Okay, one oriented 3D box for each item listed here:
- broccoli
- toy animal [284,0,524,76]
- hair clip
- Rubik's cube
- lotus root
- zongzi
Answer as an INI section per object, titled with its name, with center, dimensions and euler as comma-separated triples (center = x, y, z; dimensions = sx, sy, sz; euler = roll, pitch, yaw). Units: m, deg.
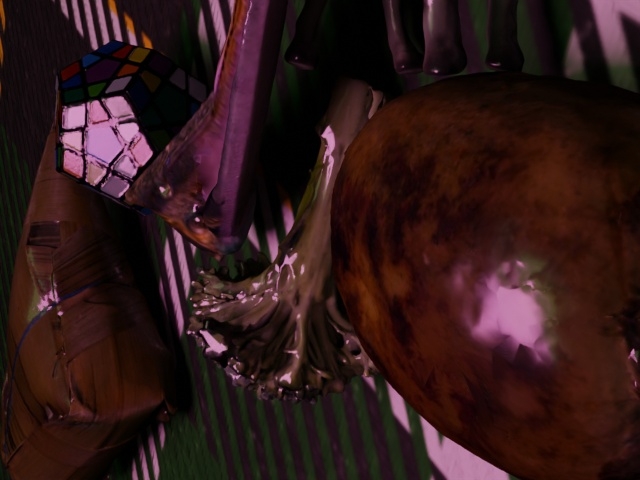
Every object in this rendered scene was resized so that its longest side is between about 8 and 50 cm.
[broccoli]
center = -0.002, -0.001, 0.755
dimensions = 0.204, 0.118, 0.122
euler = -69, 26, 15
[toy animal]
center = 0.067, -0.160, 0.603
dimensions = 0.255, 0.089, 0.170
euler = -20, 72, 56
[hair clip]
center = -0.053, -0.093, 0.754
dimensions = 0.095, 0.110, 0.359
euler = 43, 147, 9
[Rubik's cube]
center = -0.143, -0.084, 0.933
dimensions = 0.112, 0.133, 0.133
euler = -58, -25, -67
[lotus root]
center = 0.088, 0.012, 0.542
dimensions = 0.314, 0.141, 0.169
euler = 27, 122, 55
[zongzi]
center = -0.241, 0.069, 1.137
dimensions = 0.260, 0.123, 0.289
euler = -48, 56, 51
